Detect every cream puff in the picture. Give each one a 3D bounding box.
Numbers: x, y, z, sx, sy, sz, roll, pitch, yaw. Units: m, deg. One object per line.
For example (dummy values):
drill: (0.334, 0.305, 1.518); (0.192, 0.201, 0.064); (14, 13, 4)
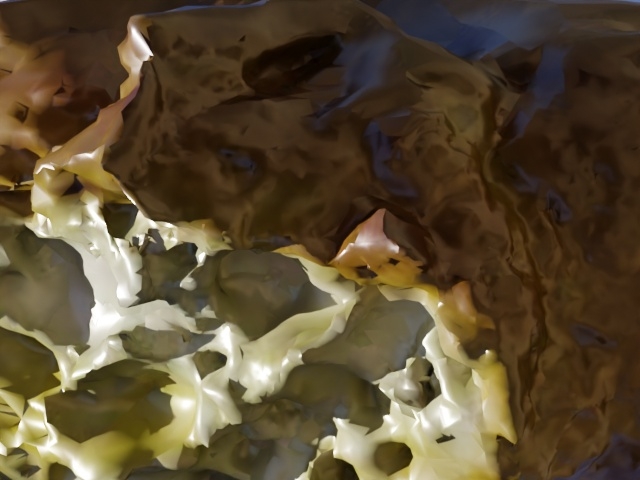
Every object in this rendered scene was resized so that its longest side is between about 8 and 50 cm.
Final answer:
cream puff: (0.000, 0.000, 0.423); (0.241, 0.269, 0.155); (-124, 35, -66)
